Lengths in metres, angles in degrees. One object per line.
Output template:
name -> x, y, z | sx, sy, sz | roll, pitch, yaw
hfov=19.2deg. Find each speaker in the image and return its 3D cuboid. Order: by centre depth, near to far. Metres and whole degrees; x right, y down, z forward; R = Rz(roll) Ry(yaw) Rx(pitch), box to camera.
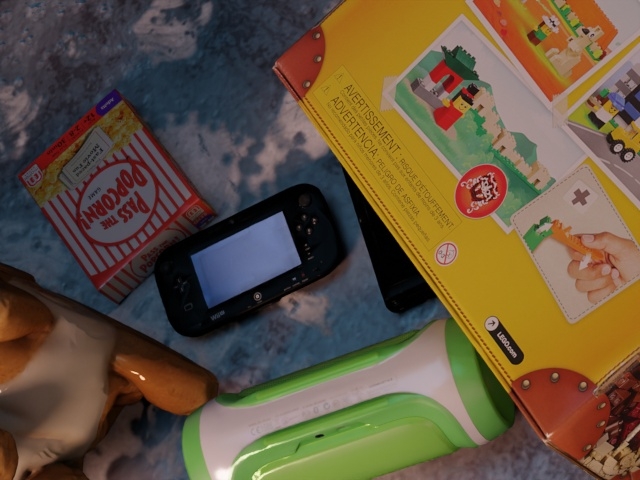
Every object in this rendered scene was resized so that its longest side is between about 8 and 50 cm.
speaker -> 0.025, 0.167, 1.767 | 0.296, 0.131, 0.131 | -20, 60, 17

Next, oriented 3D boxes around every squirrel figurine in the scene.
squirrel figurine -> -0.368, 0.211, 1.901 | 0.397, 0.281, 0.370 | 26, 91, 47

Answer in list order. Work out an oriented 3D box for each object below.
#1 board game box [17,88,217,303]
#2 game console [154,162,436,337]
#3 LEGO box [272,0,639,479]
board game box -> -0.220, -0.049, 2.036 | 0.147, 0.045, 0.193 | -42, 56, 3
game console -> 0.000, 0.000, 1.907 | 0.361, 0.044, 0.213 | -26, 58, 14
LEGO box -> 0.244, -0.091, 1.658 | 0.372, 0.193, 0.500 | -41, 53, 10
